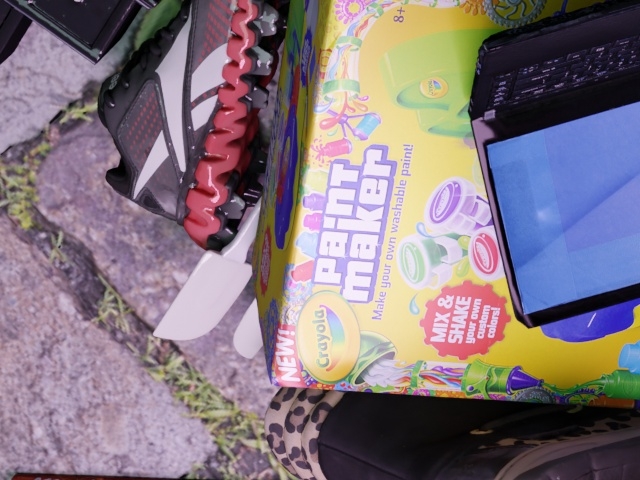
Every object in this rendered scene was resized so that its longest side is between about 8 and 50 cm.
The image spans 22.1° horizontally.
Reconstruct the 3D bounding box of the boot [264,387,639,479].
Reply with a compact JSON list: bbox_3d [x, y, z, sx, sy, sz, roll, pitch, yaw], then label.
[{"bbox_3d":[0.170,0.159,1.223,0.284,0.377,0.138,15,104,46],"label":"boot"}]

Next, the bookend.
[{"bbox_3d":[-0.213,-0.175,1.220,0.156,0.072,0.157,36,119,-6],"label":"bookend"}]

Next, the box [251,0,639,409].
[{"bbox_3d":[0.112,-0.060,1.095,0.279,0.177,0.290,4,118,-9],"label":"box"}]

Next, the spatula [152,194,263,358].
[{"bbox_3d":[0.000,0.000,1.243,0.168,0.019,0.242,20,115,-33],"label":"spatula"}]

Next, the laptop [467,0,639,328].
[{"bbox_3d":[0.213,-0.054,0.932,0.234,0.264,0.137,-16,82,0],"label":"laptop"}]

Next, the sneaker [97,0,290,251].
[{"bbox_3d":[-0.093,-0.122,1.192,0.135,0.098,0.276,20,126,7],"label":"sneaker"}]

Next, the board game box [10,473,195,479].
[{"bbox_3d":[-0.131,0.277,1.448,0.281,0.027,0.145,0,114,13],"label":"board game box"}]
